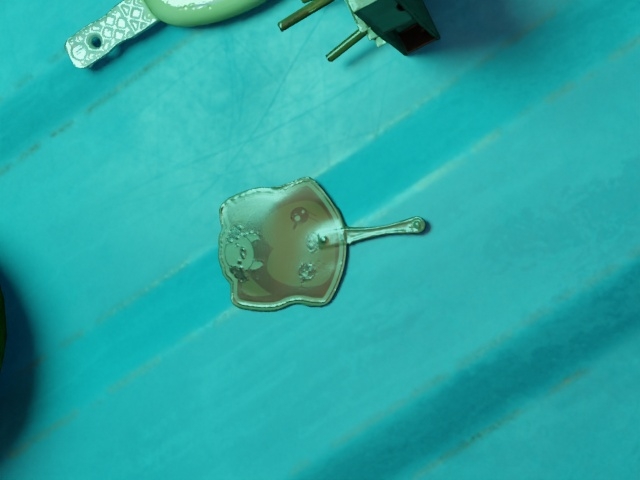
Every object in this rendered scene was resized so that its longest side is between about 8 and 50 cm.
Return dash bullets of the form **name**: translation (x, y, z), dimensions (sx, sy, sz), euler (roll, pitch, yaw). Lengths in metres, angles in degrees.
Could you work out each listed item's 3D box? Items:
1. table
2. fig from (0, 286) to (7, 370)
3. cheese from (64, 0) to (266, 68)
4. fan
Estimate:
- **table**: translation (0.020, -0.237, 1.492), dimensions (0.111, 0.240, 0.121), euler (-25, 81, 11)
- **fig**: translation (-0.477, 0.083, 1.573), dimensions (0.316, 0.316, 0.316), euler (-1, 88, 15)
- **cheese**: translation (-0.155, -0.255, 1.636), dimensions (0.251, 0.054, 0.127), euler (-31, 81, 12)
- **fan**: translation (0.000, 0.000, 1.609), dimensions (0.220, 0.009, 0.132), euler (-10, 88, 15)
